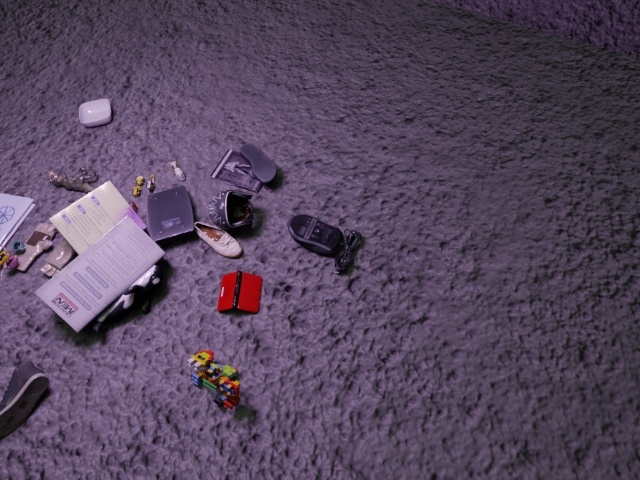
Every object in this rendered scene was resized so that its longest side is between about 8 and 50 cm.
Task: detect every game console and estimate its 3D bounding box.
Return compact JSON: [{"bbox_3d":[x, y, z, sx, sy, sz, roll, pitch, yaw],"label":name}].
[{"bbox_3d":[-0.285,0.188,1.604,0.124,0.085,0.144,-18,52,28],"label":"game console"}]

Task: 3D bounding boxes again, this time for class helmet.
[{"bbox_3d":[-0.337,-0.114,1.703,0.161,0.169,0.169,-1,55,-24],"label":"helmet"}]

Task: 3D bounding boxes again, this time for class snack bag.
[{"bbox_3d":[-1.362,-0.062,1.793,0.342,0.037,0.323,11,58,8],"label":"snack bag"}]

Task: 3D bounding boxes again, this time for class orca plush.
[{"bbox_3d":[-0.635,0.219,1.550,0.102,0.151,0.287,47,63,-7],"label":"orca plush"}]

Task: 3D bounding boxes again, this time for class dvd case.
[{"bbox_3d":[-0.329,-0.294,1.910,0.221,0.018,0.165,19,61,12],"label":"dvd case"}]

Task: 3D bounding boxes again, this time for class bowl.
[{"bbox_3d":[-1.034,-0.582,2.101,0.142,0.053,0.142,-15,58,-8],"label":"bowl"}]

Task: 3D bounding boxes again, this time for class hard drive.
[{"bbox_3d":[-0.579,-0.096,1.762,0.172,0.054,0.255,-17,52,-9],"label":"hard drive"}]

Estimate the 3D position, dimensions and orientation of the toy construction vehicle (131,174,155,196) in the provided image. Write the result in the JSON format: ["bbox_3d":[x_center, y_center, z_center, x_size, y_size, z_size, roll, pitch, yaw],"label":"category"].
[{"bbox_3d":[-0.727,-0.225,1.877,0.085,0.035,0.098,-13,55,7],"label":"toy construction vehicle"}]

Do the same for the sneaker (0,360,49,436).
[{"bbox_3d":[-0.951,0.491,1.412,0.118,0.083,0.222,22,66,37],"label":"sneaker"}]

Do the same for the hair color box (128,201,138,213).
[{"bbox_3d":[-0.804,-0.109,1.796,0.141,0.043,0.072,-3,58,1],"label":"hair color box"}]

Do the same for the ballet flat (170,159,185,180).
[{"bbox_3d":[-0.604,-0.297,1.911,0.041,0.041,0.114,-28,61,-15],"label":"ballet flat"}]

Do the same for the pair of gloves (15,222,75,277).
[{"bbox_3d":[-1.020,0.036,1.711,0.240,0.042,0.204,9,64,15],"label":"pair of gloves"}]

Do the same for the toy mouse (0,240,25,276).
[{"bbox_3d":[-1.129,0.056,1.677,0.143,0.031,0.161,-24,52,12],"label":"toy mouse"}]

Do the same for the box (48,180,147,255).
[{"bbox_3d":[-0.803,-0.057,1.661,0.243,0.117,0.214,-40,102,-20],"label":"box"}]

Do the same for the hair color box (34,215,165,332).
[{"bbox_3d":[-0.736,0.110,1.551,0.185,0.113,0.374,48,70,-11],"label":"hair color box"}]

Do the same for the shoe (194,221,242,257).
[{"bbox_3d":[-0.388,-0.005,1.704,0.219,0.058,0.076,28,63,19],"label":"shoe"}]

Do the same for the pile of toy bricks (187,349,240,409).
[{"bbox_3d":[-0.306,0.424,1.417,0.212,0.118,0.105,20,30,32],"label":"pile of toy bricks"}]

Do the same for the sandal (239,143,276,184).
[{"bbox_3d":[-0.254,-0.312,1.885,0.097,0.054,0.254,-19,50,-18],"label":"sandal"}]

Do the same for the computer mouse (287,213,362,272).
[{"bbox_3d":[0.000,0.000,1.686,0.272,0.072,0.188,27,60,4],"label":"computer mouse"}]

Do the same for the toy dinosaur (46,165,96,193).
[{"bbox_3d":[-0.993,-0.251,1.888,0.268,0.064,0.118,18,67,11],"label":"toy dinosaur"}]
